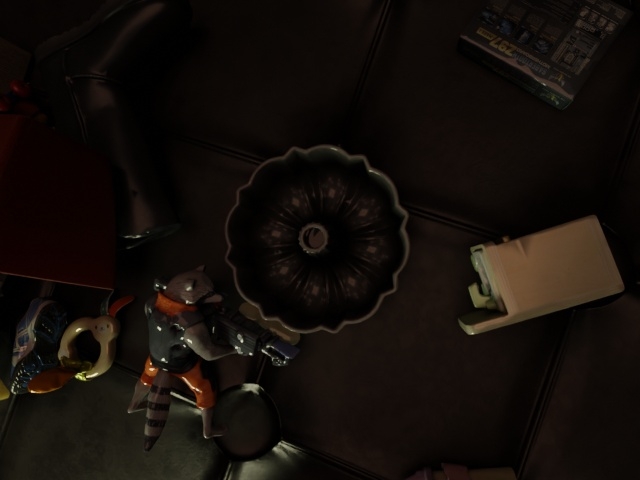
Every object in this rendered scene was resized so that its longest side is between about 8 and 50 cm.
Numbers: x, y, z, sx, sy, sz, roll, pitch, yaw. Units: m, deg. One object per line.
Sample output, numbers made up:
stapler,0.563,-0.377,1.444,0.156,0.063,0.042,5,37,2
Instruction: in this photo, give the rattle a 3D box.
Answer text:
rattle,-0.475,0.189,0.912,0.200,0.143,0.130,-50,61,9

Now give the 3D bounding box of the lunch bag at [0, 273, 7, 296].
lunch bag,-0.725,-0.044,0.931,0.256,0.212,0.305,22,89,16

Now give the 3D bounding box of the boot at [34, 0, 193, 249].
boot,-0.367,-0.224,0.911,0.367,0.146,0.445,-20,79,18

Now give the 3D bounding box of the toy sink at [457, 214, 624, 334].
toy sink,0.331,0.053,0.765,0.234,0.153,0.131,-19,83,10

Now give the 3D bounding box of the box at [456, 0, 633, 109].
box,0.397,-0.377,0.831,0.232,0.059,0.183,34,92,10

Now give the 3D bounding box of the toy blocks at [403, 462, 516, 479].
toy blocks,0.204,0.517,0.671,0.260,0.309,0.288,-4,85,4

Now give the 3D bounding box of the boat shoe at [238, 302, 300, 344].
boat shoe,-0.098,0.163,0.891,0.133,0.042,0.049,26,70,11

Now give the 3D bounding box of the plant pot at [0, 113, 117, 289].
plant pot,-0.510,-0.067,0.767,0.267,0.267,0.236,7,81,20

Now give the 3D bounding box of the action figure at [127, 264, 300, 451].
action figure,-0.223,0.211,0.831,0.341,0.178,0.330,14,107,25

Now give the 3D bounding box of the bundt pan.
bundt pan,0.000,0.000,0.843,0.331,0.124,0.331,-1,85,11

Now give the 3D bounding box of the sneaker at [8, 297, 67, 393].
sneaker,-0.602,0.220,0.970,0.081,0.080,0.211,21,89,33

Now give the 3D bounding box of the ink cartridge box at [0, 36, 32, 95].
ink cartridge box,-0.753,-0.359,0.948,0.088,0.234,0.193,18,89,20

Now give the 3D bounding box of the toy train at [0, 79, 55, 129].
toy train,-0.608,-0.257,0.978,0.105,0.248,0.143,-40,118,19

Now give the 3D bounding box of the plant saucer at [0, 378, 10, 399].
plant saucer,-0.828,0.200,0.894,0.333,0.081,0.333,0,119,19
